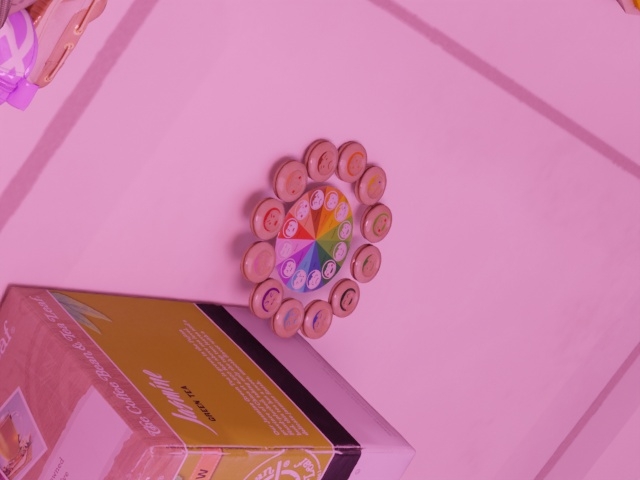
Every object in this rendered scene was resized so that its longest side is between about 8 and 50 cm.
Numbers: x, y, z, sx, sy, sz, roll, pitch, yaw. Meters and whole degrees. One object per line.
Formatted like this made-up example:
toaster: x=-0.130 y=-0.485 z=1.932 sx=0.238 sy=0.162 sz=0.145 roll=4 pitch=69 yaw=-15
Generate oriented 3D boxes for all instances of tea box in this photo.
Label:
tea box: x=-0.154 y=0.239 z=1.438 sx=0.323 sy=0.220 sz=0.329 roll=7 pitch=118 yaw=-47

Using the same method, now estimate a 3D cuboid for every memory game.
memory game: x=0.000 y=0.000 z=1.501 sx=0.186 sy=0.012 sz=0.186 roll=-21 pitch=121 yaw=-41

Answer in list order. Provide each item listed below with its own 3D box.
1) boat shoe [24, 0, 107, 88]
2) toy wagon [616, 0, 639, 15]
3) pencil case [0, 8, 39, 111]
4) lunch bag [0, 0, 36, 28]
boat shoe: x=-0.175 y=-0.174 z=1.173 sx=0.059 sy=0.063 sz=0.170 roll=10 pitch=125 yaw=-52
toy wagon: x=0.409 y=-0.336 z=1.542 sx=0.344 sy=0.068 sz=0.267 roll=-28 pitch=144 yaw=4
pencil case: x=-0.275 y=-0.142 z=1.077 sx=0.206 sy=0.088 sz=0.086 roll=14 pitch=114 yaw=-51
lunch bag: x=-0.145 y=-0.281 z=0.938 sx=0.305 sy=0.212 sz=0.256 roll=-45 pitch=148 yaw=-33
